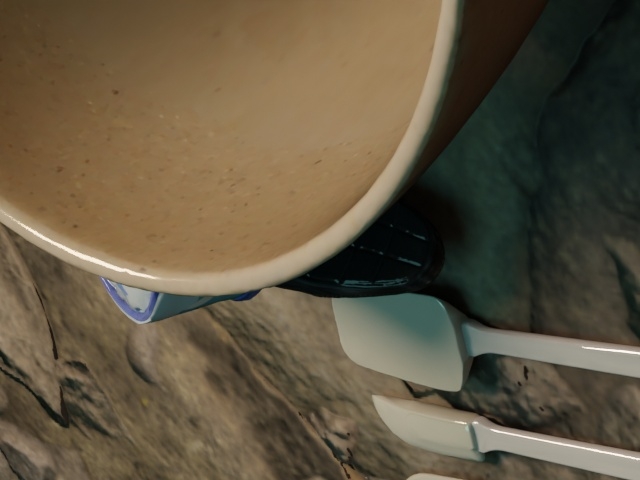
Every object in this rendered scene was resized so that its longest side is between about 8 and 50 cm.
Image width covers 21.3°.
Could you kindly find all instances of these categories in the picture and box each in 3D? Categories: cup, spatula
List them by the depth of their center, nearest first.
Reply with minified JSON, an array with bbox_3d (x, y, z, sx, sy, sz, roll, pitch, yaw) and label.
[{"bbox_3d":[-0.020,-0.178,0.613,0.331,0.237,0.331,24,130,32],"label":"cup"},{"bbox_3d":[0.115,0.103,0.851,0.242,0.019,0.168,7,120,42],"label":"spatula"}]

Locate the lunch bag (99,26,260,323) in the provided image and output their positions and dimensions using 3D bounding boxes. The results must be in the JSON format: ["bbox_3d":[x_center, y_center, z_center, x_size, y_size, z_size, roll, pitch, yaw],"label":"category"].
[{"bbox_3d":[-0.086,-0.080,0.822,0.219,0.090,0.176,56,143,30],"label":"lunch bag"}]

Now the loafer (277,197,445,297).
[{"bbox_3d":[0.000,0.000,0.872,0.170,0.062,0.061,13,166,42],"label":"loafer"}]
